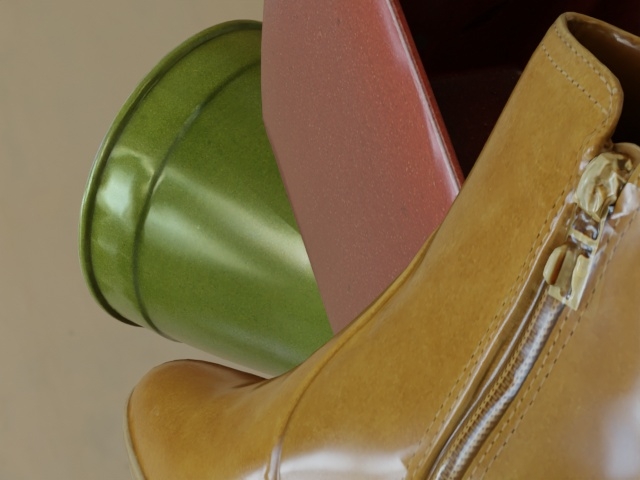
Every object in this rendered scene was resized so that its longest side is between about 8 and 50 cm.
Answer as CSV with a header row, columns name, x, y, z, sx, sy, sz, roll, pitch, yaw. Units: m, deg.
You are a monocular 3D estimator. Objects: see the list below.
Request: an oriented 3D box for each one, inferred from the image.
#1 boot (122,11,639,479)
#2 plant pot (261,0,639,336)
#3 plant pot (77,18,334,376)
name,x,y,z,sx,sy,sz,roll,pitch,yaw
boot,0.044,0.030,0.507,0.104,0.211,0.295,4,19,-34
plant pot,0.112,-0.053,0.806,0.267,0.267,0.236,-11,-18,-25
plant pot,0.000,0.000,1.736,0.366,0.353,0.366,-35,-40,-36
